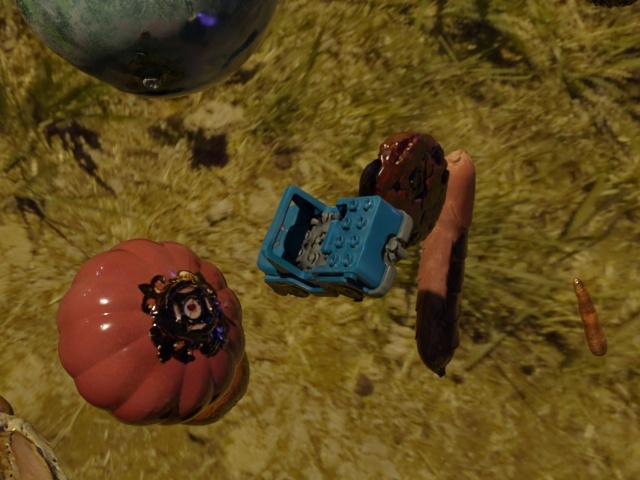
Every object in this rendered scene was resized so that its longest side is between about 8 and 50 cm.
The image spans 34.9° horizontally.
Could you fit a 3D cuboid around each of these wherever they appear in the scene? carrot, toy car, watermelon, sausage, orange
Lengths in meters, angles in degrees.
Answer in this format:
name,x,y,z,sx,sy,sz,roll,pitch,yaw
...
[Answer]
name,x,y,z,sx,sy,sz,roll,pitch,yaw
carrot,0.483,0.137,1.830,0.035,0.035,0.165,-25,107,-11
toy car,0.000,0.000,1.054,0.100,0.191,0.097,36,65,-35
watermelon,-0.182,-0.260,1.115,0.321,0.188,0.175,5,82,-25
sausage,0.217,0.049,1.793,0.087,0.088,0.433,-1,112,-11
orange,-0.216,0.210,1.688,0.206,0.206,0.206,0,88,-11

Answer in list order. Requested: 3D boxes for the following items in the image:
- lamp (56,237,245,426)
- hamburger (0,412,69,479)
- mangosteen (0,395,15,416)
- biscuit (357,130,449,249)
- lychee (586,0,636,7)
name,x,y,z,sx,sy,sz,roll,pitch,yaw
lamp,-0.094,0.051,0.570,0.107,0.092,0.108,17,58,-31
hamburger,-0.195,0.175,0.573,0.087,0.176,0.102,31,96,-43
mangosteen,-0.510,0.256,1.371,0.250,0.211,0.211,30,81,-46
biscuit,0.127,-0.071,1.506,0.192,0.049,0.192,-18,117,-41
lychee,0.402,-0.418,1.408,0.188,0.188,0.188,0,88,-11
